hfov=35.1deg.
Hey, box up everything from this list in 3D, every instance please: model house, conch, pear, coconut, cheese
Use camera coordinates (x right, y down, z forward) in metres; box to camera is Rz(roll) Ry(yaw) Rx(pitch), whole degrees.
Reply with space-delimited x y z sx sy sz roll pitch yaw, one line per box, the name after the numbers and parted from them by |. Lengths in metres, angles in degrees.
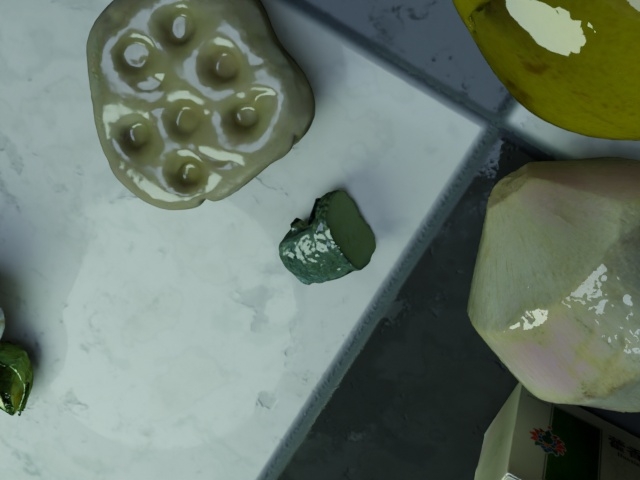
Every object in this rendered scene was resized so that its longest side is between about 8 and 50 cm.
0.000 0.000 1.021 0.083 0.066 0.078 -19 117 38 | model house
-0.368 0.150 1.153 0.089 0.074 0.121 1 114 52 | conch
0.263 -0.216 0.754 0.337 0.285 0.284 -10 109 1 | pear
0.236 0.034 0.893 0.237 0.197 0.236 6 118 12 | coconut
-0.111 -0.142 0.955 0.218 0.117 0.235 22 113 4 | cheese

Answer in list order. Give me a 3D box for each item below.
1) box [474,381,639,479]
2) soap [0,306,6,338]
0.262 0.254 0.986 0.212 0.168 0.095 27 118 2 | box
-0.478 0.073 1.108 0.274 0.089 0.173 38 113 17 | soap
